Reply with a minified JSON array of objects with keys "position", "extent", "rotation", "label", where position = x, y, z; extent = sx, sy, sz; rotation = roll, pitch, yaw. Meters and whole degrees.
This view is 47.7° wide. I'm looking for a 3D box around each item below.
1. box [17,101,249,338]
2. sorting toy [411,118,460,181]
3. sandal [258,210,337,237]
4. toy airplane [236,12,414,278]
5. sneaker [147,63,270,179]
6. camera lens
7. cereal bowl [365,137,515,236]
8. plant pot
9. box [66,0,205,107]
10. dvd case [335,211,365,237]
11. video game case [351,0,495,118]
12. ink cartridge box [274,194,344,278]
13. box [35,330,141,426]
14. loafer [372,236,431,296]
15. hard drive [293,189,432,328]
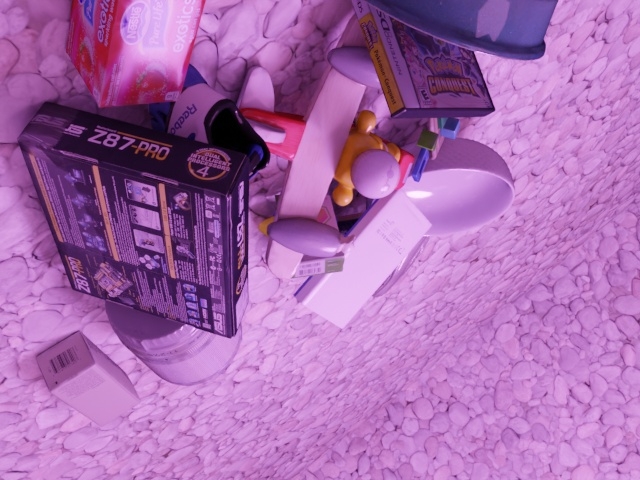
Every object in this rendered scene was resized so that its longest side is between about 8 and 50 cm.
[{"position":[-0.274,-0.013,1.157],"extent":[0.395,0.318,0.097],"rotation":[96,10,-53],"label":"box"},{"position":[0.267,-0.275,1.446],"extent":[0.196,0.047,0.347],"rotation":[72,41,-67],"label":"sorting toy"},{"position":[0.000,0.000,1.632],"extent":[0.138,0.126,0.317],"rotation":[-56,142,-8],"label":"sandal"},{"position":[0.019,-0.160,1.284],"extent":[0.384,0.272,0.386],"rotation":[-38,136,-21],"label":"toy airplane"},{"position":[-0.181,-0.108,1.160],"extent":[0.127,0.182,0.315],"rotation":[-31,140,-39],"label":"sneaker"},{"position":[-0.290,0.158,1.472],"extent":[0.219,0.219,0.274],"rotation":[-32,151,-8],"label":"camera lens"},{"position":[0.269,-0.139,1.679],"extent":[0.339,0.141,0.339],"rotation":[-3,156,-1],"label":"cereal bowl"},{"position":[0.235,-0.485,1.024],"extent":[0.341,0.341,0.334],"rotation":[-11,134,-40],"label":"plant pot"},{"position":[-0.234,-0.311,0.928],"extent":[0.123,0.128,0.257],"rotation":[-13,144,-37],"label":"box"},{"position":[0.096,-0.025,1.732],"extent":[0.221,0.018,0.164],"rotation":[-9,156,15],"label":"dvd case"},{"position":[0.177,-0.329,1.239],"extent":[0.275,0.248,0.035],"rotation":[-11,169,-45],"label":"video game case"},{"position":[-0.026,-0.031,1.470],"extent":[0.109,0.209,0.062],"rotation":[-8,148,-7],"label":"ink cartridge box"},{"position":[-0.503,0.310,1.593],"extent":[0.113,0.094,0.275],"rotation":[-31,152,-11],"label":"box"},{"position":[0.225,0.032,1.980],"extent":[0.111,0.112,0.319],"rotation":[1,134,-37],"label":"loafer"},{"position":[0.100,0.041,1.607],"extent":[0.318,0.040,0.210],"rotation":[-49,145,1],"label":"hard drive"}]
